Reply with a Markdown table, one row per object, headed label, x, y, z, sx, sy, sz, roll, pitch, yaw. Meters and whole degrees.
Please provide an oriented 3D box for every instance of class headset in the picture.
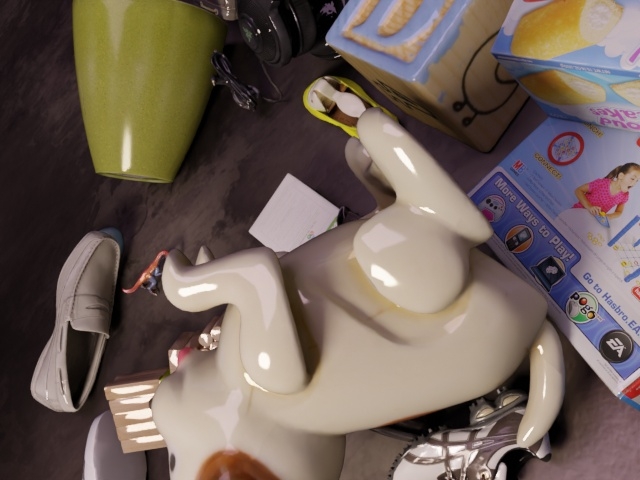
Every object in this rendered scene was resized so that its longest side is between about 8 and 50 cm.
| label | x | y | z | sx | sy | sz | roll | pitch | yaw |
| --- | --- | --- | --- | --- | --- | --- | --- | --- | --- |
| headset | -0.047 | -0.361 | 1.232 | 0.185 | 0.243 | 0.394 | 52 | 132 | 16 |

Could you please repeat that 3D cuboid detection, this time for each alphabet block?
| label | x | y | z | sx | sy | sz | roll | pitch | yaw |
| --- | --- | --- | --- | --- | --- | --- | --- | --- | --- |
| alphabet block | 0.163 | -0.263 | 1.035 | 0.192 | 0.197 | 0.193 | -55 | 46 | 6 |

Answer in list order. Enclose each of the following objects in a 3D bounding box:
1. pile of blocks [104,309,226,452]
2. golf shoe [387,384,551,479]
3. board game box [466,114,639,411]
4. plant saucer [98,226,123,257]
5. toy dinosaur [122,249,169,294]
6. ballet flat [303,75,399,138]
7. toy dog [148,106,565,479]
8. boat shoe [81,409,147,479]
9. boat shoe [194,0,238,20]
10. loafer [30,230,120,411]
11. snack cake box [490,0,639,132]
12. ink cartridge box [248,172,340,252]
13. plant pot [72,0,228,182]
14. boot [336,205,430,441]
| label | x | y | z | sx | sy | sz | roll | pitch | yaw |
| --- | --- | --- | --- | --- | --- | --- | --- | --- | --- |
| pile of blocks | -0.147 | 0.177 | 1.161 | 0.362 | 0.149 | 0.112 | -35 | 7 | 10 |
| golf shoe | 0.162 | 0.246 | 0.870 | 0.198 | 0.077 | 0.093 | -39 | 50 | 20 |
| board game box | 0.349 | -0.033 | 0.844 | 0.302 | 0.086 | 0.308 | -44 | 48 | 14 |
| plant saucer | -0.423 | 0.026 | 1.503 | 0.119 | 0.021 | 0.119 | -19 | 58 | 32 |
| toy dinosaur | -0.283 | 0.054 | 1.344 | 0.047 | 0.090 | 0.082 | 40 | 129 | 29 |
| ballet flat | 0.032 | -0.211 | 1.201 | 0.077 | 0.077 | 0.231 | -55 | 46 | 5 |
| toy dog | 0.006 | 0.126 | 0.832 | 0.408 | 0.395 | 0.284 | -44 | 10 | 0 |
| boat shoe | -0.326 | 0.410 | 1.183 | 0.102 | 0.108 | 0.301 | -26 | 62 | 27 |
| boat shoe | -0.202 | -0.479 | 1.492 | 0.305 | 0.109 | 0.091 | -132 | 42 | -61 |
| loafer | -0.408 | 0.142 | 1.382 | 0.112 | 0.112 | 0.319 | 8 | 82 | 37 |
| snack cake box | 0.322 | -0.169 | 0.767 | 0.264 | 0.152 | 0.089 | 22 | 84 | 44 |
| ink cartridge box | 0.000 | 0.000 | 1.132 | 0.209 | 0.062 | 0.109 | 38 | 95 | 40 |
| plant pot | -0.320 | -0.257 | 1.417 | 0.275 | 0.275 | 0.293 | 6 | 89 | 41 |
| boot | 0.075 | 0.097 | 0.973 | 0.263 | 0.091 | 0.228 | 33 | 93 | 27 |
